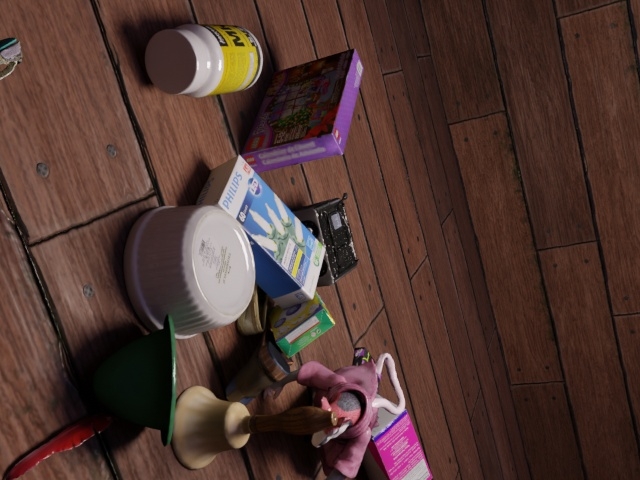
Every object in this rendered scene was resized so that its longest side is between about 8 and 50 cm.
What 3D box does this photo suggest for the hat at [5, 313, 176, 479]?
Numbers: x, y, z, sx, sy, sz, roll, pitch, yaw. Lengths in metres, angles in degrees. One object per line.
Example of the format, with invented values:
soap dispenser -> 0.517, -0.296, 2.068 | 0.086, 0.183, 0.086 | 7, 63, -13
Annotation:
hat -> -0.284, 0.183, 0.817 | 0.208, 0.183, 0.173 | 180, -89, -73

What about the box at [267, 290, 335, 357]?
box -> -0.040, 0.139, 1.181 | 0.043, 0.105, 0.179 | 54, -1, -15

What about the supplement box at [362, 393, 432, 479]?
supplement box -> 0.157, 0.485, 1.480 | 0.114, 0.111, 0.220 | -33, 116, -27

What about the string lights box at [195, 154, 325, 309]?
string lights box -> -0.106, -0.010, 1.147 | 0.260, 0.076, 0.133 | 48, 37, -30

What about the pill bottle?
pill bottle -> -0.194, -0.305, 1.081 | 0.208, 0.119, 0.119 | -38, 115, -62

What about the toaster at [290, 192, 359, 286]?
toaster -> 0.000, 0.000, 1.380 | 0.185, 0.110, 0.168 | -30, 108, -63

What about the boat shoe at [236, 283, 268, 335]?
boat shoe -> -0.113, 0.104, 1.177 | 0.056, 0.048, 0.153 | 56, 34, -41

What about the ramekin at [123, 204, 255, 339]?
ramekin -> -0.188, 0.043, 0.974 | 0.207, 0.109, 0.207 | 33, 52, -57

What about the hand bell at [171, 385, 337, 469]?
hand bell -> -0.086, 0.271, 0.944 | 0.126, 0.241, 0.126 | 36, 49, -56

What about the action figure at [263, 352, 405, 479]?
action figure -> 0.057, 0.332, 1.168 | 0.370, 0.275, 0.248 | 89, -19, -72

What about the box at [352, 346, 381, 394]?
box -> 0.108, 0.360, 1.563 | 0.116, 0.029, 0.162 | 57, 35, -38

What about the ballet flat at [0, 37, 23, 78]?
ballet flat -> -0.386, -0.202, 0.739 | 0.041, 0.041, 0.114 | 68, 29, -24

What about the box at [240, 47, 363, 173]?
box -> -0.031, -0.269, 1.312 | 0.057, 0.200, 0.293 | 58, 32, -39

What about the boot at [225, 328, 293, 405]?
boot -> -0.111, 0.222, 1.127 | 0.082, 0.106, 0.219 | 52, -1, 1
